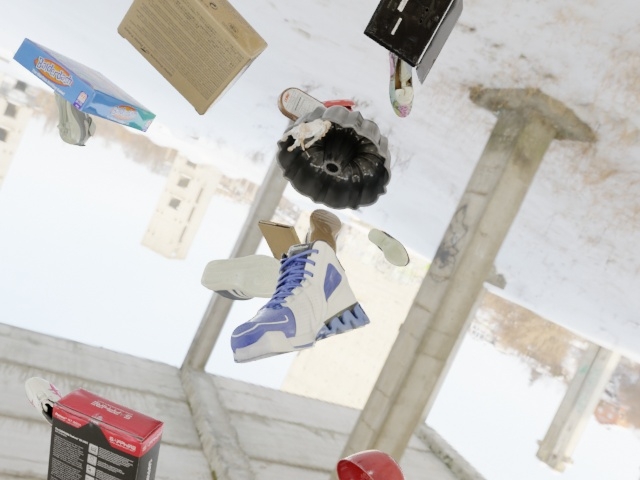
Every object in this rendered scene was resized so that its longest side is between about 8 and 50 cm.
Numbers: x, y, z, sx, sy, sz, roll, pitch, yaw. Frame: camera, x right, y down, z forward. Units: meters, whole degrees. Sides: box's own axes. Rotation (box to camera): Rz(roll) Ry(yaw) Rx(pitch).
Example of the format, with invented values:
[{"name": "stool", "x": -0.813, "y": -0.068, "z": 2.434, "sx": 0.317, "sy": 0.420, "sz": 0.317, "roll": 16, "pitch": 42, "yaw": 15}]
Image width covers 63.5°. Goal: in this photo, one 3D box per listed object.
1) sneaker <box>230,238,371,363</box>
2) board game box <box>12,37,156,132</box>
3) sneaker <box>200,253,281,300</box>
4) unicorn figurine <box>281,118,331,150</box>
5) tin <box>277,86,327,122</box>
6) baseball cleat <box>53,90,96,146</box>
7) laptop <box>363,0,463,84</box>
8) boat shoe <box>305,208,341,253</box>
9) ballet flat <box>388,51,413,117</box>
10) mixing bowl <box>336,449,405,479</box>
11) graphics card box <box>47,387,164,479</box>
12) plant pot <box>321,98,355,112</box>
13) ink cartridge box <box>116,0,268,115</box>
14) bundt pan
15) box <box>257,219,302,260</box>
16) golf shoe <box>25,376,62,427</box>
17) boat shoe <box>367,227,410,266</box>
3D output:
[{"name": "sneaker", "x": -0.044, "y": 0.096, "z": 0.908, "sx": 0.128, "sy": 0.182, "sz": 0.316, "roll": -22, "pitch": 171, "yaw": 34}, {"name": "board game box", "x": -0.424, "y": -0.279, "z": 0.957, "sx": 0.160, "sy": 0.047, "sz": 0.210, "roll": 37, "pitch": -173, "yaw": 6}, {"name": "sneaker", "x": -0.198, "y": 0.125, "z": 1.572, "sx": 0.350, "sy": 0.131, "sz": 0.148, "roll": 3, "pitch": 156, "yaw": 38}, {"name": "unicorn figurine", "x": -0.036, "y": -0.242, "z": 1.180, "sx": 0.060, "sy": 0.162, "sz": 0.111, "roll": 51, "pitch": 143, "yaw": -7}, {"name": "tin", "x": -0.057, "y": -0.458, "z": 1.798, "sx": 0.190, "sy": 0.106, "sz": 0.040, "roll": 26, "pitch": 163, "yaw": -17}, {"name": "baseball cleat", "x": -0.641, "y": -0.349, "z": 1.355, "sx": 0.072, "sy": 0.205, "sz": 0.109, "roll": 4, "pitch": -179, "yaw": 14}, {"name": "laptop", "x": 0.252, "y": -0.575, "z": 1.357, "sx": 0.265, "sy": 0.234, "sz": 0.136, "roll": 25, "pitch": -171, "yaw": -23}, {"name": "boat shoe", "x": 0.000, "y": 0.000, "z": 1.498, "sx": 0.103, "sy": 0.092, "sz": 0.285, "roll": 20, "pitch": -151, "yaw": -9}, {"name": "ballet flat", "x": 0.244, "y": -0.473, "z": 1.527, "sx": 0.077, "sy": 0.221, "sz": 0.079, "roll": -11, "pitch": -163, "yaw": -17}, {"name": "mixing bowl", "x": 0.134, "y": 0.567, "z": 1.221, "sx": 0.098, "sy": 0.181, "sz": 0.182, "roll": -28, "pitch": -141, "yaw": -35}, {"name": "graphics card box", "x": -0.500, "y": 0.544, "z": 1.181, "sx": 0.233, "sy": 0.370, "sz": 0.094, "roll": 16, "pitch": -164, "yaw": 13}, {"name": "plant pot", "x": 0.058, "y": -0.475, "z": 2.086, "sx": 0.191, "sy": 0.173, "sz": 0.191, "roll": -6, "pitch": -168, "yaw": 1}, {"name": "ink cartridge box", "x": -0.254, "y": -0.402, "z": 1.026, "sx": 0.234, "sy": 0.193, "sz": 0.088, "roll": 45, "pitch": -138, "yaw": -15}, {"name": "bundt pan", "x": 0.049, "y": -0.241, "z": 1.446, "sx": 0.331, "sy": 0.124, "sz": 0.330, "roll": 14, "pitch": 143, "yaw": 11}, {"name": "box", "x": -0.111, "y": 0.027, "z": 1.687, "sx": 0.165, "sy": 0.021, "sz": 0.201, "roll": 11, "pitch": 134, "yaw": 42}, {"name": "golf shoe", "x": -0.709, "y": 0.421, "z": 1.353, "sx": 0.186, "sy": 0.067, "sz": 0.085, "roll": 40, "pitch": 145, "yaw": 16}, {"name": "boat shoe", "x": 0.158, "y": 0.018, "z": 1.152, "sx": 0.043, "sy": 0.049, "sz": 0.137, "roll": 27, "pitch": -168, "yaw": -42}]
